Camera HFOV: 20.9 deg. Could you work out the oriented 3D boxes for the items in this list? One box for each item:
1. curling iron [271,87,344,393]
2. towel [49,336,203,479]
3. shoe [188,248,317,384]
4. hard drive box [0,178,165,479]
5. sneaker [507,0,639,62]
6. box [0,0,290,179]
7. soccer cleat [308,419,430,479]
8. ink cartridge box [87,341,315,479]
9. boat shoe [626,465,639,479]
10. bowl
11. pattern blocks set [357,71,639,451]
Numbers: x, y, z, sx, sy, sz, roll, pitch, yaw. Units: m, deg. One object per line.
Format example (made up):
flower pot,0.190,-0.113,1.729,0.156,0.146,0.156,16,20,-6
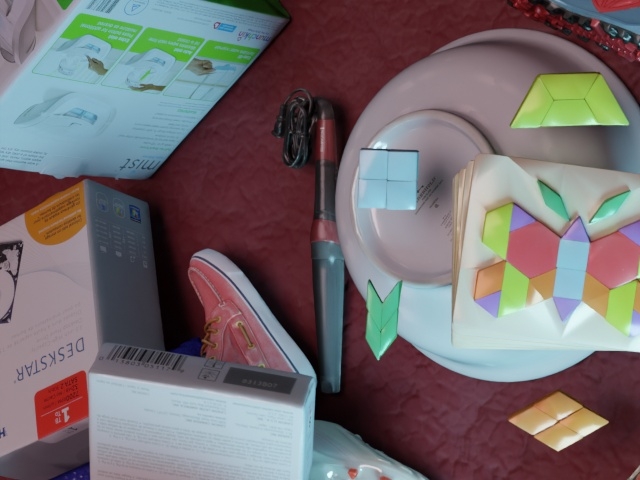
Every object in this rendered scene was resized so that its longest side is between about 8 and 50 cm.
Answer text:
curling iron,0.000,0.000,1.556,0.068,0.035,0.274,-9,89,56
towel,-0.109,0.273,1.607,0.228,0.076,0.308,-42,66,19
shoe,-0.086,0.087,1.572,0.178,0.081,0.063,50,154,24
hard drive box,-0.242,0.087,1.629,0.181,0.089,0.232,-27,60,30
sneaker,0.222,-0.224,1.381,0.262,0.104,0.125,30,89,28
box,-0.200,-0.175,1.560,0.231,0.262,0.126,-46,64,27
soccer cleat,0.029,0.197,1.512,0.196,0.076,0.068,18,122,17
ink cartridge box,-0.104,0.209,1.487,0.189,0.066,0.232,8,122,10
boat shoe,0.238,0.227,1.376,0.137,0.049,0.043,-56,19,23
bowl,0.117,-0.031,1.412,0.298,0.134,0.297,-1,88,36
pattern blocks set,0.189,0.016,1.304,0.325,0.026,0.285,-8,96,6
